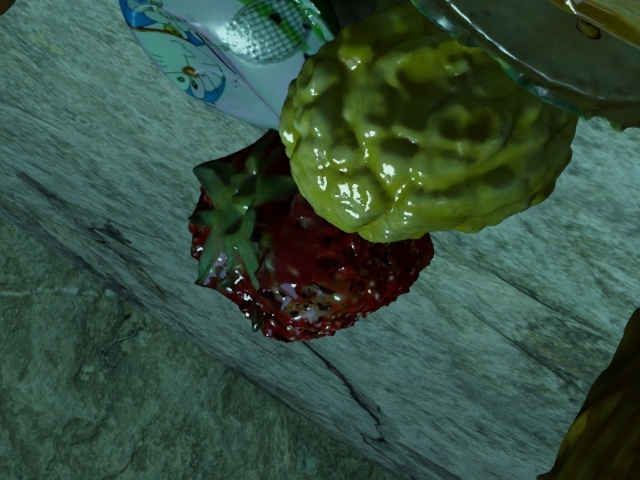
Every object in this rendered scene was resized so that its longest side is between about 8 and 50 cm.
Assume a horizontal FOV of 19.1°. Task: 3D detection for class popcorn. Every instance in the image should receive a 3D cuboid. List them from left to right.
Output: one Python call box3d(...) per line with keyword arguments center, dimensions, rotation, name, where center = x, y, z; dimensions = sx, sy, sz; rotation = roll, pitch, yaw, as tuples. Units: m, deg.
box3d(center=(0.060, -0.070, 1.116), dimensions=(0.170, 0.180, 0.180), rotation=(54, -174, 37), name="popcorn")

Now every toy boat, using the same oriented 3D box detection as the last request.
box3d(center=(0.072, -0.152, 0.899), dimensions=(0.293, 0.108, 0.099), rotation=(35, -160, -1), name="toy boat")

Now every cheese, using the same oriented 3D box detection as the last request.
box3d(center=(-0.066, -0.168, 1.191), dimensions=(0.204, 0.083, 0.320), rotation=(30, 159, 23), name="cheese")

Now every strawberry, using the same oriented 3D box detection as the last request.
box3d(center=(0.000, 0.000, 1.566), dimensions=(0.201, 0.184, 0.187), rotation=(11, 144, -35), name="strawberry")

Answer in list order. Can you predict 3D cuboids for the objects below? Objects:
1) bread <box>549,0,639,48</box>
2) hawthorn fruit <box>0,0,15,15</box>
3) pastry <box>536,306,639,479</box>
box3d(center=(0.152, -0.139, 0.741), dimensions=(0.199, 0.104, 0.199), rotation=(26, 173, 4), name="bread")
box3d(center=(-0.265, -0.226, 1.311), dimensions=(0.149, 0.149, 0.189), rotation=(24, 150, 25), name="hawthorn fruit")
box3d(center=(0.269, 0.090, 0.798), dimensions=(0.245, 0.409, 0.409), rotation=(41, 168, -4), name="pastry")
